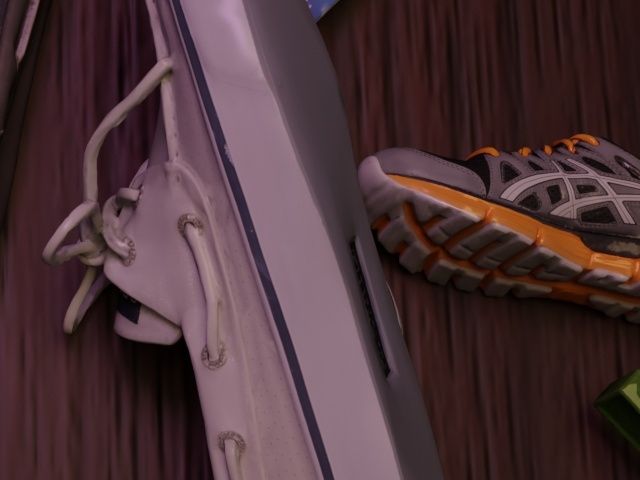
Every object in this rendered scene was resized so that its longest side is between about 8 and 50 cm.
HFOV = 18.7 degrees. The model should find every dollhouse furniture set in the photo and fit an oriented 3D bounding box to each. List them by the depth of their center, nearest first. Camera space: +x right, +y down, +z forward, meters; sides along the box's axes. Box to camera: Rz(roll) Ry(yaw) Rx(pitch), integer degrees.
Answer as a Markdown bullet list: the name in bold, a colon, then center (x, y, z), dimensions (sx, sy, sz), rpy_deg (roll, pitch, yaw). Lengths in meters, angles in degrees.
- **dollhouse furniture set**: center (0.212, 0.054, 0.987), dimensions (0.151, 0.076, 0.058), rpy_deg (-41, 88, -20)

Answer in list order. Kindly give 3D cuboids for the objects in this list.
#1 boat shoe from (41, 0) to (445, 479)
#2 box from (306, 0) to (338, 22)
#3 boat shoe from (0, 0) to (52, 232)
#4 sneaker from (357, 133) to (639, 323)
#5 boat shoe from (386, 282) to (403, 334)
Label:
- **boat shoe**: center (-0.057, 0.010, 0.900), dimensions (0.156, 0.136, 0.367), rpy_deg (-16, 95, 13)
- **box**: center (0.000, -0.192, 1.001), dimensions (0.178, 0.042, 0.109), rpy_deg (-47, 117, -21)
- **boat shoe**: center (-0.182, -0.109, 0.923), dimensions (0.112, 0.095, 0.335), rpy_deg (7, 73, -12)
- **sneaker**: center (0.117, -0.016, 0.985), dimensions (0.215, 0.084, 0.083), rpy_deg (15, 69, -20)
- **boat shoe**: center (0.000, 0.000, 0.967), dimensions (0.049, 0.040, 0.142), rpy_deg (-26, 82, -20)
